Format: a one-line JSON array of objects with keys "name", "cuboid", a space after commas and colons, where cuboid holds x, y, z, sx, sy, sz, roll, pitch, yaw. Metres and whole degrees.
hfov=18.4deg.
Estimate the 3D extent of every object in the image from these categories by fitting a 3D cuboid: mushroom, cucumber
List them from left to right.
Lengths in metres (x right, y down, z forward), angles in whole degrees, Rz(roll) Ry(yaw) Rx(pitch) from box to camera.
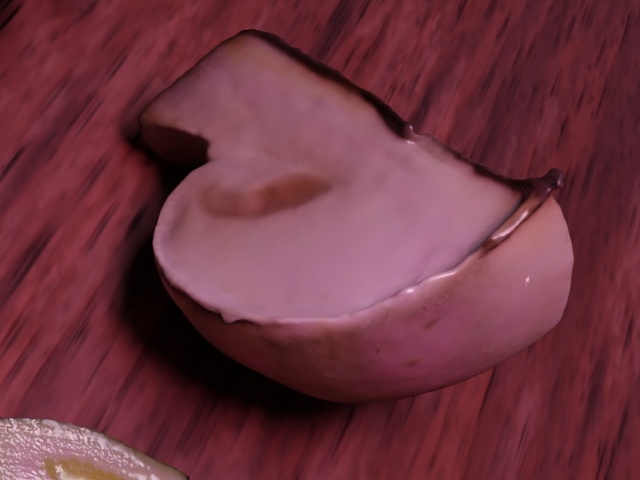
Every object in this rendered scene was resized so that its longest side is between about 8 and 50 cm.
[{"name": "cucumber", "cuboid": [-0.115, 0.116, 0.876, 0.107, 0.035, 0.067, 29, 52, -23]}, {"name": "mushroom", "cuboid": [0.001, 0.024, 1.035, 0.162, 0.173, 0.236, -41, 50, -21]}]
